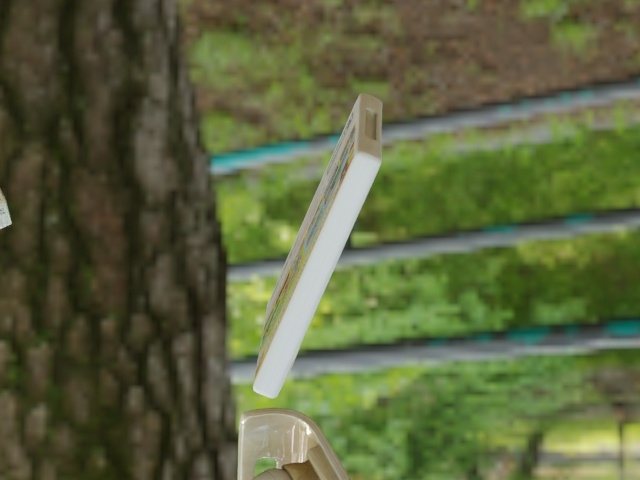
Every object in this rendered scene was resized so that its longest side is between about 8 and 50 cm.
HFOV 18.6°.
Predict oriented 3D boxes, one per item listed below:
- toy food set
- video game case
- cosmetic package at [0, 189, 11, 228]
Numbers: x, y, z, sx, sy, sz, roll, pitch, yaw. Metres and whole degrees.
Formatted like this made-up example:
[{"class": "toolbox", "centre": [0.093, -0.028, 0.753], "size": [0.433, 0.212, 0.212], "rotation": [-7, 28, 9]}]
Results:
[{"class": "toy food set", "centre": [-0.001, 0.331, 1.833], "size": [0.092, 0.306, 0.219], "rotation": [-18, 142, -18]}, {"class": "video game case", "centre": [0.000, 0.000, 1.681], "size": [0.026, 0.227, 0.206], "rotation": [23, -163, -5]}, {"class": "cosmetic package", "centre": [-0.309, -0.022, 1.542], "size": [0.115, 0.060, 0.041], "rotation": [-25, 158, -12]}]
